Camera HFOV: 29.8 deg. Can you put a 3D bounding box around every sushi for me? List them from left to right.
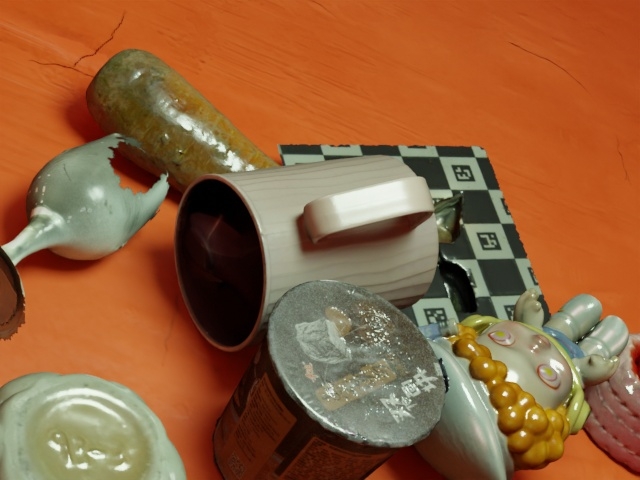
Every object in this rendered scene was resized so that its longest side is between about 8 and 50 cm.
[{"bbox_3d":[0.126,0.022,1.695,0.343,0.064,0.359,-1,54,-23],"label":"sushi"}]

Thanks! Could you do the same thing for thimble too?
[{"bbox_3d":[0.457,0.225,1.673,0.189,0.125,0.163,41,41,9],"label":"thimble"}]

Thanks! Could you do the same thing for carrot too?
[{"bbox_3d":[-0.170,-0.127,1.585,0.301,0.139,0.139,34,39,-4],"label":"carrot"}]

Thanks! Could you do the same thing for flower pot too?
[{"bbox_3d":[-0.244,0.241,1.120,0.246,0.195,0.246,20,41,-18],"label":"flower pot"}]

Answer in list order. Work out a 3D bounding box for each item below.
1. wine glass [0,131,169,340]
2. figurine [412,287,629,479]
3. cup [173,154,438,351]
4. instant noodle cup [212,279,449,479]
[{"bbox_3d":[-0.305,-0.018,1.384,0.143,0.143,0.321,38,38,4],"label":"wine glass"},{"bbox_3d":[0.261,0.191,1.504,0.381,0.205,0.224,-9,51,-37],"label":"figurine"},{"bbox_3d":[-0.009,-0.013,1.441,0.273,0.288,0.208,-10,51,-33],"label":"cup"},{"bbox_3d":[-0.002,0.188,1.331,0.217,0.207,0.217,20,41,-18],"label":"instant noodle cup"}]
